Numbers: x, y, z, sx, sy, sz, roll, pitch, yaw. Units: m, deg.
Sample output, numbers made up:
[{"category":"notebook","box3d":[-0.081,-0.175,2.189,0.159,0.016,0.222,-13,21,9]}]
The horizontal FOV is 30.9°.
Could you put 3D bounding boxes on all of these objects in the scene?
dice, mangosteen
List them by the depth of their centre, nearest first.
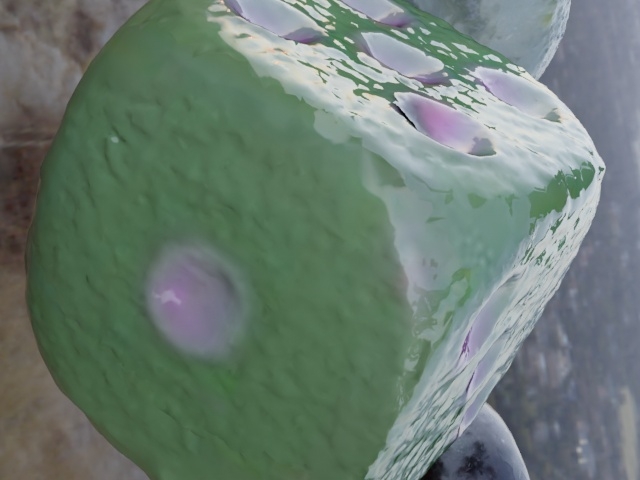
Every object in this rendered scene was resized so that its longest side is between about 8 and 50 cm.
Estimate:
[{"category":"dice","box3d":[0.000,0.000,0.869,0.330,0.318,0.322,-25,146,-59]},{"category":"mangosteen","box3d":[0.121,0.334,1.492,0.300,0.300,0.300,-11,90,-72]}]

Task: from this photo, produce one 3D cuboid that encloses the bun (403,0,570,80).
[{"category":"bun","box3d":[0.062,-0.263,1.105,0.211,0.362,0.362,-41,123,-38]}]
